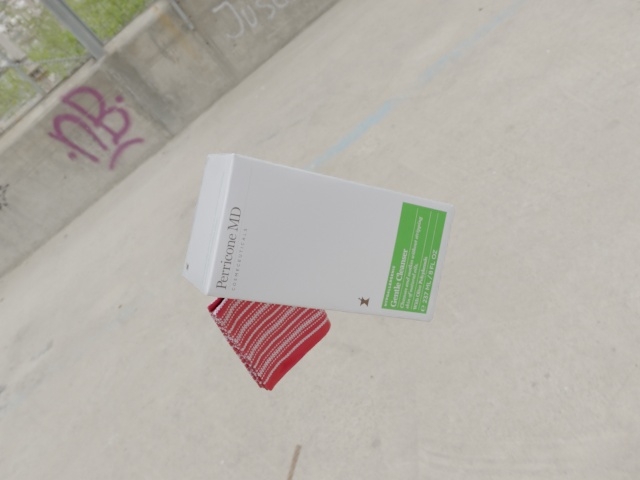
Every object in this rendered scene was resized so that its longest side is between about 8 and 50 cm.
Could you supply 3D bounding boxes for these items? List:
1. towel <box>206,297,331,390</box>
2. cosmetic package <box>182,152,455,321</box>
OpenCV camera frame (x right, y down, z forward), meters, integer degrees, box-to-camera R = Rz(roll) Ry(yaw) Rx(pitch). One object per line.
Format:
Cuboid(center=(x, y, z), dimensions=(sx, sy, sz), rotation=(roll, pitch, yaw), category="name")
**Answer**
Cuboid(center=(-0.080, 0.146, 1.002), dimensions=(0.199, 0.274, 0.031), rotation=(-42, 47, -21), category="towel")
Cuboid(center=(0.000, 0.000, 0.818), dimensions=(0.155, 0.366, 0.196), rotation=(16, 97, 63), category="cosmetic package")
